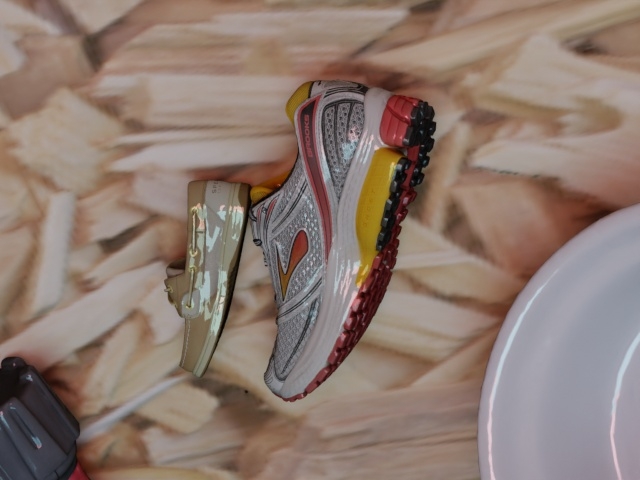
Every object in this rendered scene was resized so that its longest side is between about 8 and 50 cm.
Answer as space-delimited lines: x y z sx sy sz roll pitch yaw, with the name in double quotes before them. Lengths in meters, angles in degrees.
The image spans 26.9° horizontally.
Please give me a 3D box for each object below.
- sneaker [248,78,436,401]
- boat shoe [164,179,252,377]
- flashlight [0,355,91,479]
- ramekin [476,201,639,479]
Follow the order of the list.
"sneaker" 0.000 0.000 0.838 0.093 0.088 0.225 23 117 14
"boat shoe" -0.077 0.023 0.863 0.045 0.050 0.135 13 107 -1
"flashlight" -0.149 0.222 0.935 0.103 0.103 0.304 -22 115 14
"ramekin" 0.242 0.116 0.775 0.135 0.277 0.277 7 127 -49
